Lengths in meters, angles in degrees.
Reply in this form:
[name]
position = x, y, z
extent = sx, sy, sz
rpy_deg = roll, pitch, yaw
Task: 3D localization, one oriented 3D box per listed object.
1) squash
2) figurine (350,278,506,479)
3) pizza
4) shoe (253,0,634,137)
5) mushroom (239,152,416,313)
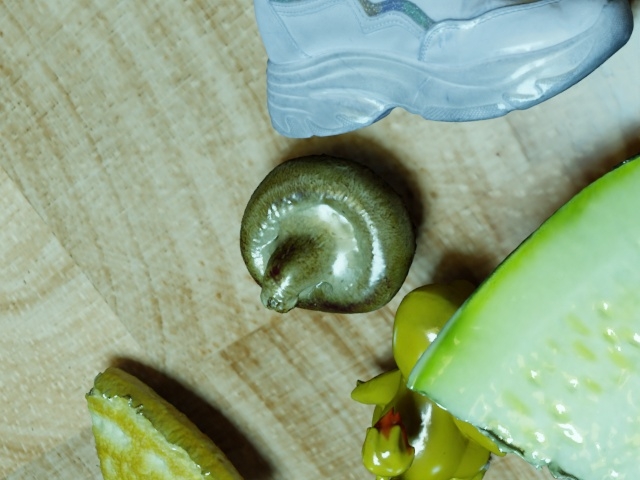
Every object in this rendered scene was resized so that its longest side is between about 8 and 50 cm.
[squash]
position = 0.205, 0.035, 0.693
extent = 0.237, 0.204, 0.155
rpy_deg = 29, 147, 9
[figurine]
position = 0.065, 0.110, 0.831
extent = 0.121, 0.122, 0.176
rpy_deg = 19, 125, 23
[pizza]
position = -0.129, 0.207, 1.039
extent = 0.188, 0.062, 0.199
rpy_deg = 43, 136, 18
[shoe]
position = 0.056, -0.139, 0.716
extent = 0.245, 0.095, 0.138
rpy_deg = -3, 117, 38
[mushroom]
position = 0.004, 0.000, 0.831
extent = 0.126, 0.085, 0.109
rpy_deg = 15, 87, 24
